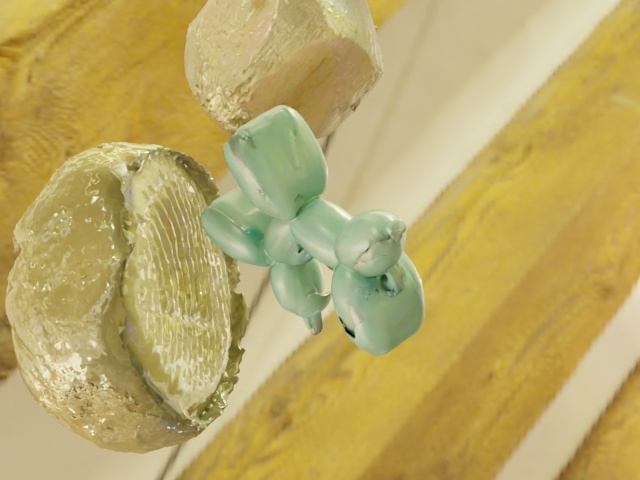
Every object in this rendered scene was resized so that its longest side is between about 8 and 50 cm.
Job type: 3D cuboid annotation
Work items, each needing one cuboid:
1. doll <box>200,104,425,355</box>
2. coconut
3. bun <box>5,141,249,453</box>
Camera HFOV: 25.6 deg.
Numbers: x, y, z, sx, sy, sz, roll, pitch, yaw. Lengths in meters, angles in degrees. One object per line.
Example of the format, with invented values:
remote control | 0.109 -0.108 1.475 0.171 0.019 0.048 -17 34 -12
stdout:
doll | 0.000 0.000 0.849 0.059 0.159 0.158 -34 -99 -29
coconut | -0.031 -0.185 1.348 0.194 0.194 0.194 -17 -67 -47
bun | -0.167 0.051 1.170 0.259 0.152 0.259 -8 -90 -73
